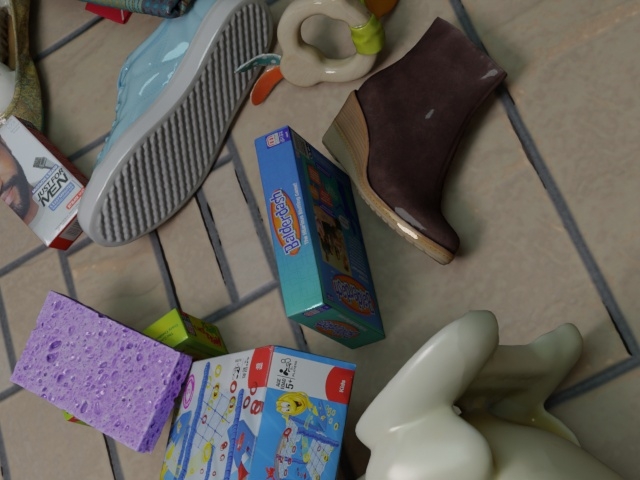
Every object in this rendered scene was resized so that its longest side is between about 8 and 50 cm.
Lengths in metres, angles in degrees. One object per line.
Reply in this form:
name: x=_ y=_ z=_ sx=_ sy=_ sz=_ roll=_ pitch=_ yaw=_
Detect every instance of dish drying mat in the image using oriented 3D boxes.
dish drying mat: x=-0.300 y=-0.331 z=1.552 sx=0.083 sy=0.008 sz=0.032 roll=27 pitch=87 yaw=31

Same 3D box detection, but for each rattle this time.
rattle: x=-0.006 y=-0.260 z=1.346 sx=0.199 sy=0.130 sz=0.143 roll=-30 pitch=46 yaw=45

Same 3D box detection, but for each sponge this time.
sponge: x=-0.250 y=0.146 z=1.237 sx=0.210 sy=0.031 sz=0.117 roll=21 pitch=83 yaw=31

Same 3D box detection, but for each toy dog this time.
toy dog: x=0.194 y=0.312 z=0.924 sx=0.395 sy=0.284 sz=0.408 roll=-45 pitch=60 yaw=10

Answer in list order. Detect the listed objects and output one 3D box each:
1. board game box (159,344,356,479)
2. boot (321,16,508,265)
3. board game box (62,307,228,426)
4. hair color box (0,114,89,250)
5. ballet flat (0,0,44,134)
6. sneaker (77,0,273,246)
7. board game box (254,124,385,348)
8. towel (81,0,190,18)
board game box: x=-0.088 y=0.269 z=1.086 sx=0.308 sy=0.086 sz=0.302 roll=156 pitch=127 yaw=-65
boot: x=0.128 y=-0.116 z=1.212 sx=0.207 sy=0.090 sz=0.248 roll=-44 pitch=56 yaw=10
board game box: x=-0.209 y=0.155 z=1.286 sx=0.181 sy=0.092 sz=0.043 roll=-34 pitch=60 yaw=13
hair color box: x=-0.374 y=-0.076 z=1.450 sx=0.167 sy=0.053 sz=0.093 roll=43 pitch=95 yaw=17
ballet flat: x=-0.469 y=-0.261 z=1.550 sx=0.123 sy=0.123 sz=0.348 roll=-17 pitch=66 yaw=21
sneaker: x=-0.205 y=-0.162 z=1.386 sx=0.150 sy=0.135 sz=0.366 roll=25 pitch=76 yaw=39
board game box: x=0.000 y=0.000 z=1.196 sx=0.047 sy=0.160 sz=0.210 roll=-21 pitch=64 yaw=19
towel: x=-0.241 y=-0.425 z=1.479 sx=0.370 sy=0.040 sz=0.271 roll=22 pitch=73 yaw=41
